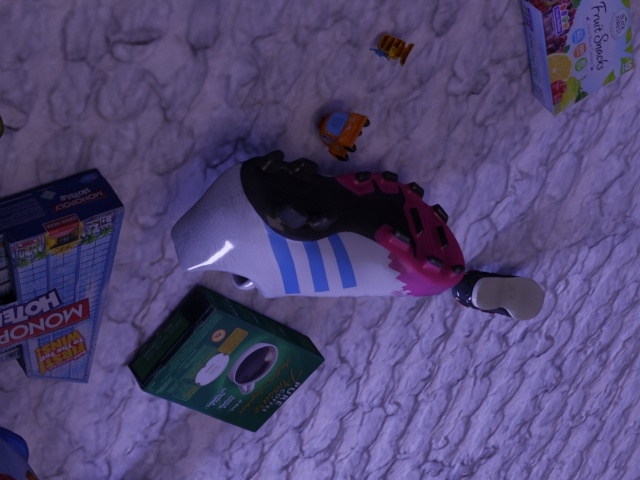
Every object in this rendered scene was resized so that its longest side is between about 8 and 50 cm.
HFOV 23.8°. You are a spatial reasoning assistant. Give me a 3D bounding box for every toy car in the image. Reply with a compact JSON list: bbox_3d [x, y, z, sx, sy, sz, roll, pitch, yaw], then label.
[{"bbox_3d":[0.036,-0.131,1.366,0.040,0.060,0.122,28,91,-5],"label":"toy car"}]

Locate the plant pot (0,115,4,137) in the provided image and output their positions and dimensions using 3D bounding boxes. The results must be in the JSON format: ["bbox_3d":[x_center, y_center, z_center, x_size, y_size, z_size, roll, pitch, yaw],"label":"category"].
[{"bbox_3d":[-0.383,0.005,0.908,0.353,0.366,0.366,-59,142,-8],"label":"plant pot"}]

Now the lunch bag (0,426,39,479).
[{"bbox_3d":[-0.385,0.263,1.241,0.303,0.115,0.243,6,127,-41],"label":"lunch bag"}]

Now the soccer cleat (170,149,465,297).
[{"bbox_3d":[0.000,0.000,1.412,0.143,0.116,0.331,-34,150,30],"label":"soccer cleat"}]

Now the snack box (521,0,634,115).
[{"bbox_3d":[0.248,-0.199,1.453,0.100,0.037,0.141,-32,141,-11],"label":"snack box"}]

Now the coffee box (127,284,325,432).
[{"bbox_3d":[-0.090,0.120,1.490,0.113,0.040,0.184,-48,140,12],"label":"coffee box"}]

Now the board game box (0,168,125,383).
[{"bbox_3d":[-0.259,0.056,1.277,0.194,0.060,0.194,-20,137,-23],"label":"board game box"}]

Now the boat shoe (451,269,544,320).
[{"bbox_3d":[0.197,0.058,1.663,0.133,0.042,0.049,11,95,-45],"label":"boat shoe"}]
